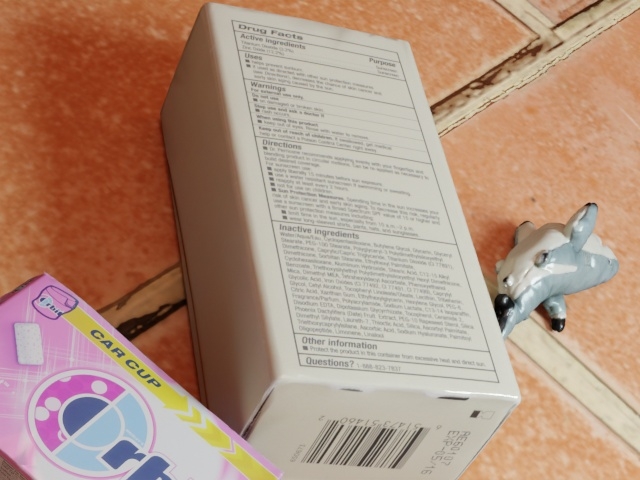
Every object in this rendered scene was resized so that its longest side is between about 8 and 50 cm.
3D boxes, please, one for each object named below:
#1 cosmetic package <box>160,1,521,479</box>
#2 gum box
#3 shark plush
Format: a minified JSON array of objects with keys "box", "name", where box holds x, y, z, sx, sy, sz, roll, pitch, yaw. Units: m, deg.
[{"box":[0.000,0.000,0.895,0.160,0.113,0.309,8,46,-22],"name":"cosmetic package"},{"box":[-0.129,0.111,0.753,0.188,0.062,0.107,39,43,10],"name":"gum box"},{"box":[0.165,0.033,0.999,0.067,0.073,0.161,60,37,-11],"name":"shark plush"}]
